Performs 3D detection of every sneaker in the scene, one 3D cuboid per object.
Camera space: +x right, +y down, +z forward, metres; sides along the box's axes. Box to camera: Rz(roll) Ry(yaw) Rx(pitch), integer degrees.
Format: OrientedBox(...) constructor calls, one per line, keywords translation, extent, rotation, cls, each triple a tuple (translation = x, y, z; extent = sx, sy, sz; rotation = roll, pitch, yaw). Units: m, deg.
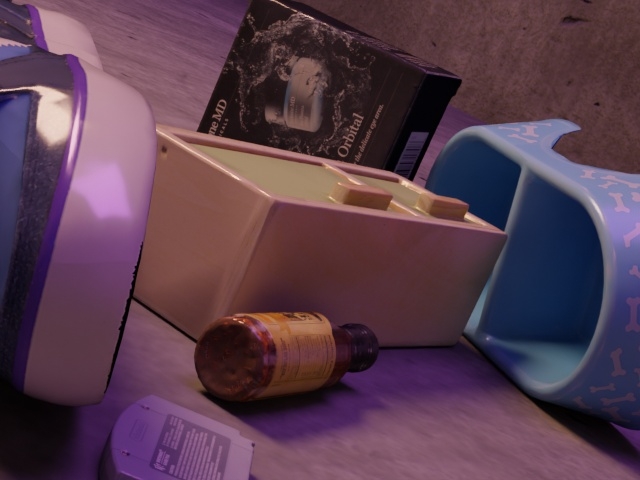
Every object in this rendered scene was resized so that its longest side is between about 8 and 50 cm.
OrientedBox(translation=(-0.206, -0.043, 0.542), extent=(0.236, 0.130, 0.323), rotation=(9, 21, -20), cls="sneaker")

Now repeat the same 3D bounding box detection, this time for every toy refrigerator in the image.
OrientedBox(translation=(0.000, 0.000, 0.789), extent=(0.102, 0.094, 0.269), rotation=(31, 13, 31), cls="toy refrigerator")

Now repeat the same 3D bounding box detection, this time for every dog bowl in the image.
OrientedBox(translation=(0.153, 0.012, 0.902), extent=(0.074, 0.166, 0.297), rotation=(7, 18, -23), cls="dog bowl")

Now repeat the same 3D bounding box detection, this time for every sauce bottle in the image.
OrientedBox(translation=(-0.012, 0.055, 0.652), extent=(0.042, 0.042, 0.128), rotation=(30, 11, 25), cls="sauce bottle")

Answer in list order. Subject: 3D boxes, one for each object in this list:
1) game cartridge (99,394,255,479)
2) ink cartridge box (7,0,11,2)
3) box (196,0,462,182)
OrientedBox(translation=(-0.054, 0.084, 0.500), extent=(0.056, 0.017, 0.083), rotation=(27, 11, -4), cls="game cartridge")
OrientedBox(translation=(-0.414, -0.258, 1.219), extent=(0.232, 0.066, 0.189), rotation=(27, 11, -5), cls="ink cartridge box")
OrientedBox(translation=(0.000, -0.091, 1.046), extent=(0.158, 0.156, 0.093), rotation=(28, 13, 19), cls="box")
